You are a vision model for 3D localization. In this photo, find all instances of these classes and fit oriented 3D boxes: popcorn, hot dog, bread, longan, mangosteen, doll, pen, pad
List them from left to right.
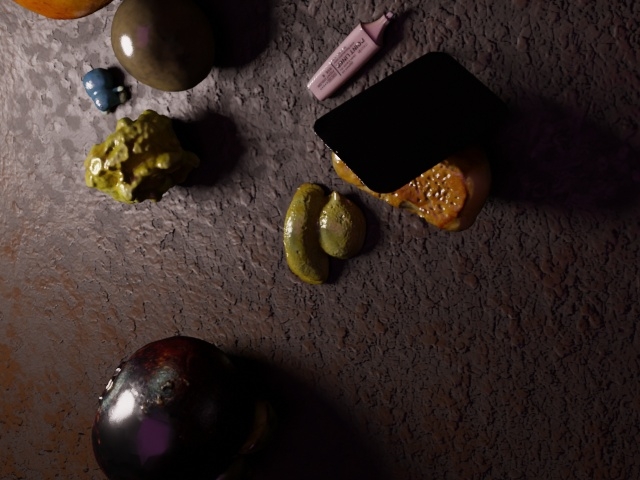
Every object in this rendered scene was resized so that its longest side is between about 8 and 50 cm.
[{"bbox_3d":[-0.408,-0.285,1.785,0.076,0.050,0.083,-26,92,26],"label":"doll"},{"bbox_3d":[-0.329,-0.140,1.719,0.198,0.197,0.155,-30,92,31],"label":"popcorn"},{"bbox_3d":[-0.268,-0.343,1.627,0.187,0.167,0.167,46,121,-5],"label":"longan"},{"bbox_3d":[-0.265,0.341,1.774,0.330,0.330,0.330,8,110,24],"label":"mangosteen"},{"bbox_3d":[0.000,0.000,1.666,0.149,0.065,0.187,16,111,16],"label":"bread"},{"bbox_3d":[0.054,-0.306,1.555,0.053,0.032,0.197,50,122,5],"label":"pen"},{"bbox_3d":[0.138,-0.183,1.430,0.181,0.267,0.004,48,159,26],"label":"pad"},{"bbox_3d":[0.155,-0.125,1.490,0.257,0.153,0.150,27,122,16],"label":"hot dog"}]

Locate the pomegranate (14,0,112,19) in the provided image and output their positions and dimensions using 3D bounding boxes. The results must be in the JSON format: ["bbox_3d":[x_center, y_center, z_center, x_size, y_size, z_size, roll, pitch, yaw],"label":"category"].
[{"bbox_3d":[-0.427,-0.533,1.579,0.319,0.319,0.319,8,110,24],"label":"pomegranate"}]
